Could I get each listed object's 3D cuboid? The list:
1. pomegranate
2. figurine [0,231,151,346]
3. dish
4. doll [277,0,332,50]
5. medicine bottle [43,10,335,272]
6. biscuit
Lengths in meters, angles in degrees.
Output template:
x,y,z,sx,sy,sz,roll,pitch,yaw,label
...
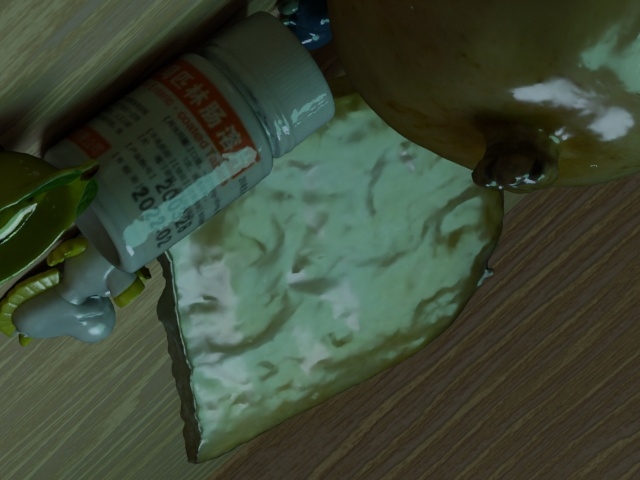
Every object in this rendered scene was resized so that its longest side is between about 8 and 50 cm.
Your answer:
x,y,z,sx,sy,sz,roll,pitch,yaw,label
0.195,-0.216,1.657,0.411,0.411,0.411,-38,169,-9,pomegranate
-0.267,0.055,1.992,0.129,0.109,0.178,9,136,-40,figurine
-0.285,-0.026,1.600,0.207,0.080,0.149,-40,165,7,dish
-0.011,-0.218,1.835,0.076,0.050,0.083,-31,168,-19,doll
-0.119,-0.093,1.725,0.252,0.144,0.144,-35,168,-17,medicine bottle
0.000,-0.001,2.051,0.446,0.104,0.429,-25,130,-12,biscuit
